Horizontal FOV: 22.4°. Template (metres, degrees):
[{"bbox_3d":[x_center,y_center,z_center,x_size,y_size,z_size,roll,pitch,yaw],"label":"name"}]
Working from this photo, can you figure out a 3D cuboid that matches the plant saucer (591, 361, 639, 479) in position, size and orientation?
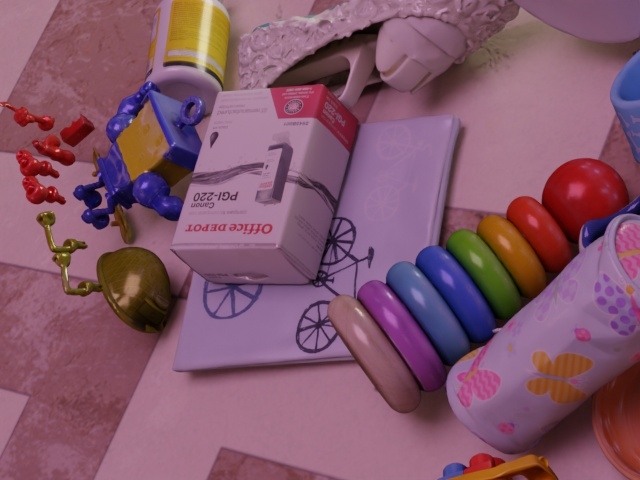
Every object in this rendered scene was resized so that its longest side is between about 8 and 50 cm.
[{"bbox_3d":[0.353,0.149,1.520,0.200,0.037,0.200,-19,52,26],"label":"plant saucer"}]

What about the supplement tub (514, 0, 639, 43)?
[{"bbox_3d":[0.338,-0.402,1.737,0.241,0.241,0.331,16,65,42],"label":"supplement tub"}]

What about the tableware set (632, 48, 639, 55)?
[{"bbox_3d":[0.413,-0.245,1.751,0.168,0.020,0.141,-20,51,25],"label":"tableware set"}]

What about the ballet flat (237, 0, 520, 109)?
[{"bbox_3d":[0.065,-0.219,1.913,0.408,0.147,0.147,-15,53,39],"label":"ballet flat"}]

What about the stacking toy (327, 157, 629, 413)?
[{"bbox_3d":[0.175,0.032,1.667,0.330,0.141,0.141,-35,45,-4],"label":"stacking toy"}]

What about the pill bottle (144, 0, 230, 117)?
[{"bbox_3d":[-0.173,-0.261,2.134,0.103,0.103,0.184,-15,54,28],"label":"pill bottle"}]

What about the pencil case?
[{"bbox_3d":[0.236,0.091,1.523,0.273,0.113,0.124,-47,10,41],"label":"pencil case"}]

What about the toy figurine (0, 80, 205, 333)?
[{"bbox_3d":[-0.226,-0.093,1.985,0.217,0.191,0.363,-39,48,16],"label":"toy figurine"}]

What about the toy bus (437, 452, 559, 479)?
[{"bbox_3d":[0.177,0.274,1.508,0.220,0.149,0.211,-20,35,22],"label":"toy bus"}]

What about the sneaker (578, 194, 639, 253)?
[{"bbox_3d":[0.387,-0.032,1.551,0.296,0.131,0.112,-35,45,10],"label":"sneaker"}]

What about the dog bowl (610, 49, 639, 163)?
[{"bbox_3d":[0.413,-0.173,1.596,0.297,0.074,0.166,-21,28,44],"label":"dog bowl"}]

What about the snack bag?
[{"bbox_3d":[0.000,0.000,1.880,0.342,0.037,0.323,-6,59,30],"label":"snack bag"}]

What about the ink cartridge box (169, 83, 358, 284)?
[{"bbox_3d":[-0.064,-0.064,1.877,0.158,0.092,0.218,-1,64,32],"label":"ink cartridge box"}]
